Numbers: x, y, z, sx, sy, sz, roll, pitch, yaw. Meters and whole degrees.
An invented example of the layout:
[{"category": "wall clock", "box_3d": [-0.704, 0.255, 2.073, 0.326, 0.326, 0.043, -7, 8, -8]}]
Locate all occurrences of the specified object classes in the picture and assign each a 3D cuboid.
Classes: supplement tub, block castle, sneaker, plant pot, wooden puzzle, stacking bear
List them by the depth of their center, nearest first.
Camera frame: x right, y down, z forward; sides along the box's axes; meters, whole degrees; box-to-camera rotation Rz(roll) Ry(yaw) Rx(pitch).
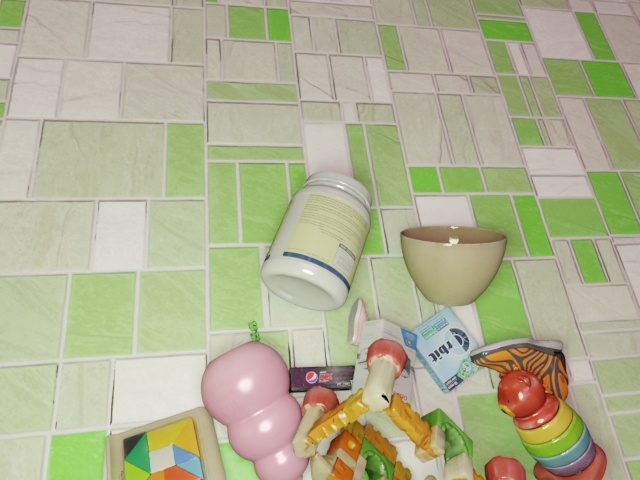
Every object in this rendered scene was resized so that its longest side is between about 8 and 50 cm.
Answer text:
[{"category": "block castle", "box_3d": [0.188, 0.456, 1.072, 0.453, 0.303, 0.213, 45, 27, -5]}, {"category": "wooden puzzle", "box_3d": [-0.343, 0.484, 1.089, 0.239, 0.044, 0.221, -11, 39, -18]}, {"category": "stacking bear", "box_3d": [0.539, 0.444, 1.203, 0.164, 0.175, 0.289, -38, 93, -11]}, {"category": "sneaker", "box_3d": [0.545, 0.356, 1.304, 0.321, 0.124, 0.179, 5, 65, -24]}, {"category": "supplement tub", "box_3d": [0.000, 0.000, 1.333, 0.236, 0.235, 0.324, 21, 62, 0]}, {"category": "sneaker", "box_3d": [0.116, 0.229, 1.351, 0.070, 0.051, 0.134, 20, 55, -16]}, {"category": "plant pot", "box_3d": [0.363, 0.074, 1.374, 0.284, 0.284, 0.190, -3, 101, -12]}]

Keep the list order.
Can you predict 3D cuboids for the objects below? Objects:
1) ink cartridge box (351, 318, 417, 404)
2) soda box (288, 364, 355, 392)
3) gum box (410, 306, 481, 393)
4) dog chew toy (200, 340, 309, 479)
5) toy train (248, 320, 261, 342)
[{"category": "ink cartridge box", "box_3d": [0.166, 0.316, 1.268, 0.140, 0.082, 0.190, 28, 59, -30]}, {"category": "soda box", "box_3d": [0.003, 0.354, 1.263, 0.169, 0.053, 0.060, 1, 64, -11]}, {"category": "gum box", "box_3d": [0.346, 0.298, 1.363, 0.157, 0.041, 0.184, -28, 74, -22]}, {"category": "dog chew toy", "box_3d": [-0.136, 0.405, 1.138, 0.207, 0.206, 0.331, -24, 79, -20]}, {"category": "toy train", "box_3d": [-0.171, 0.252, 1.300, 0.024, 0.017, 0.083, -14, 68, -6]}]
